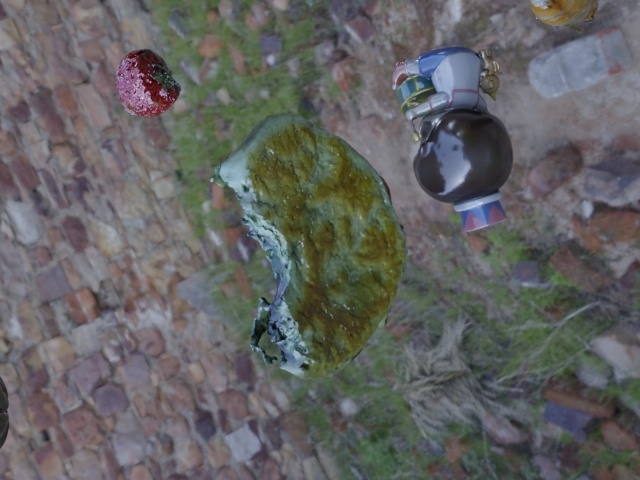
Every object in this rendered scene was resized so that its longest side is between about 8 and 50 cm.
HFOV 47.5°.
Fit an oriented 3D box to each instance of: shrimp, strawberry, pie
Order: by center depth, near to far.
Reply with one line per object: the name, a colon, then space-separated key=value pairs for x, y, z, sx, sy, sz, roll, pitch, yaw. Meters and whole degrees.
shrimp: x=0.327 y=-0.358 z=0.969 sx=0.063 sy=0.287 sz=0.152 roll=2 pitch=96 yaw=31
pie: x=0.000 y=0.000 z=1.028 sx=0.078 sy=0.296 sz=0.371 roll=-12 pitch=92 yaw=52
strawberry: x=-0.264 y=-0.232 z=1.089 sx=0.106 sy=0.106 sz=0.106 roll=53 pitch=159 yaw=31

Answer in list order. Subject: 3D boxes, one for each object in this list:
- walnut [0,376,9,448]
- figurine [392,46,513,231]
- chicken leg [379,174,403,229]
walnut: x=-0.687 y=0.319 z=1.332 sx=0.224 sy=0.224 sz=0.224 roll=53 pitch=159 yaw=31
figurine: x=0.199 y=-0.147 z=1.070 sx=0.158 sy=0.161 sz=0.275 roll=132 pitch=134 yaw=-61
chicken leg: x=0.104 y=-0.106 z=1.555 sx=0.219 sy=0.048 sz=0.089 roll=38 pitch=126 yaw=26
